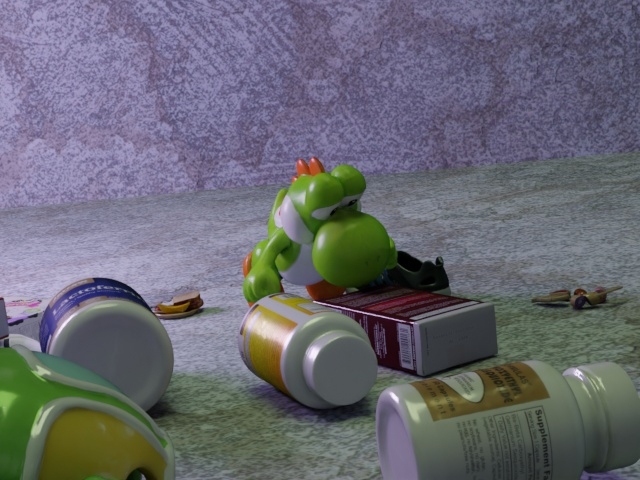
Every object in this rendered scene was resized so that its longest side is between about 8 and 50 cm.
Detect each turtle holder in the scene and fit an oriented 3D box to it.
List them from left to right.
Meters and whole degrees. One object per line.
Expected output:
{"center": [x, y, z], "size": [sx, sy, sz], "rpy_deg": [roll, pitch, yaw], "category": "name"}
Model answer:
{"center": [-0.234, 0.191, 1.149], "size": [0.227, 0.243, 0.320], "rpy_deg": [8, -31, -19], "category": "turtle holder"}

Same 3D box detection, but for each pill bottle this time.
{"center": [-0.281, 0.130, 1.810], "size": [0.153, 0.153, 0.264], "rpy_deg": [-9, 10, -14], "category": "pill bottle"}
{"center": [-0.013, 0.136, 1.715], "size": [0.117, 0.117, 0.215], "rpy_deg": [-10, 11, -22], "category": "pill bottle"}
{"center": [0.177, 0.181, 1.319], "size": [0.229, 0.131, 0.131], "rpy_deg": [-9, 11, -15], "category": "pill bottle"}

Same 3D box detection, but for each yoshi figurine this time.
{"center": [0.001, 0.026, 2.055], "size": [0.203, 0.203, 0.362], "rpy_deg": [28, -26, -1], "category": "yoshi figurine"}

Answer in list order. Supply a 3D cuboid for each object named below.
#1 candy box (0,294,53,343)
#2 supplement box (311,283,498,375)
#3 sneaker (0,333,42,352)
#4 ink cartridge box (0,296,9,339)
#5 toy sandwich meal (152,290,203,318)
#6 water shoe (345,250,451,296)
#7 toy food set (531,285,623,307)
{"center": [-0.481, 0.139, 2.095], "size": [0.165, 0.070, 0.196], "rpy_deg": [1, 13, 33], "category": "candy box"}
{"center": [0.108, 0.115, 1.880], "size": [0.130, 0.073, 0.239], "rpy_deg": [-12, 12, -33], "category": "supplement box"}
{"center": [-0.393, 0.184, 1.768], "size": [0.153, 0.094, 0.235], "rpy_deg": [9, 10, 30], "category": "sneaker"}
{"center": [-0.484, 0.106, 1.812], "size": [0.135, 0.056, 0.099], "rpy_deg": [2, 14, 36], "category": "ink cartridge box"}
{"center": [-0.229, 0.103, 2.260], "size": [0.085, 0.029, 0.085], "rpy_deg": [-6, 10, 1], "category": "toy sandwich meal"}
{"center": [0.120, 0.053, 2.187], "size": [0.203, 0.080, 0.073], "rpy_deg": [3, 14, 42], "category": "water shoe"}
{"center": [0.375, 0.084, 2.050], "size": [0.078, 0.019, 0.122], "rpy_deg": [-15, 6, -40], "category": "toy food set"}
